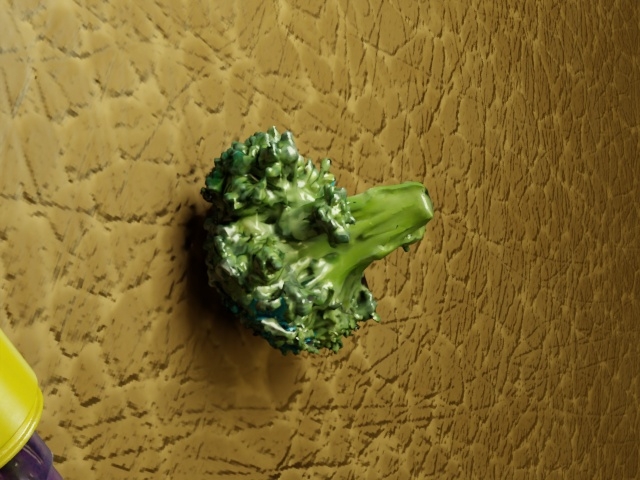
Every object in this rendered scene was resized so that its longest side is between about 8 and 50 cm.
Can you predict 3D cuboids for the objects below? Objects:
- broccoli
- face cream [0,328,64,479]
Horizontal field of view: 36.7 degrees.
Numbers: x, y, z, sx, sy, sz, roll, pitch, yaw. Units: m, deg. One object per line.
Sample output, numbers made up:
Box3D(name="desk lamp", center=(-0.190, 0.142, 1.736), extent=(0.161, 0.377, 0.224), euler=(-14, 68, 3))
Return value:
Box3D(name="broccoli", center=(0.000, 0.000, 0.656), extent=(0.154, 0.160, 0.167), euler=(-57, 129, -79))
Box3D(name="face cream", center=(-0.186, 0.053, 0.438), extent=(0.078, 0.078, 0.273), euler=(-58, 134, -40))
